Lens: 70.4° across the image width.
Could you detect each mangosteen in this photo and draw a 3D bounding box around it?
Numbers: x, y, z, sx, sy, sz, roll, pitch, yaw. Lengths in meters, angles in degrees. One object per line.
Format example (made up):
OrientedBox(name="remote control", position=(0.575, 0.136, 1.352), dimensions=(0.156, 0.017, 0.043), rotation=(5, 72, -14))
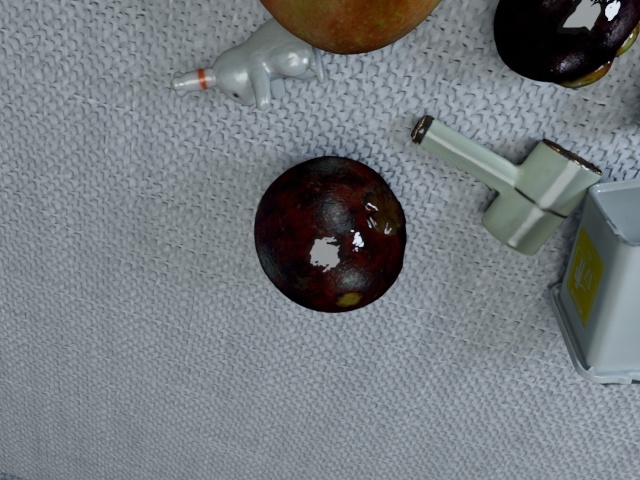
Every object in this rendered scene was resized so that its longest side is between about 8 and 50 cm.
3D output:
OrientedBox(name="mangosteen", position=(0.000, 0.000, 0.906), dimensions=(0.359, 0.306, 0.306), rotation=(-27, 112, 43))
OrientedBox(name="mangosteen", position=(0.404, -0.344, 0.719), dimensions=(0.250, 0.211, 0.211), rotation=(11, 125, -33))

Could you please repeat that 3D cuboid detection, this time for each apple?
OrientedBox(name="apple", position=(0.044, -0.425, 0.658), dimensions=(0.319, 0.319, 0.277), rotation=(24, 138, -4))

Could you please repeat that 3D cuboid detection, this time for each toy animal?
OrientedBox(name="toy animal", position=(-0.123, -0.307, 0.846), dimensions=(0.282, 0.140, 0.138), rotation=(-24, 103, 16))

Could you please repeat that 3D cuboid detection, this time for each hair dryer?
OrientedBox(name="hair dryer", position=(0.320, -0.142, 0.882), dimensions=(0.362, 0.128, 0.203), rotation=(30, 118, 1))

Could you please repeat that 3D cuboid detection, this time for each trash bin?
OrientedBox(name="trash bin", position=(0.611, 0.074, 0.831), dimensions=(0.296, 0.256, 0.368), rotation=(-6, 130, 14))
